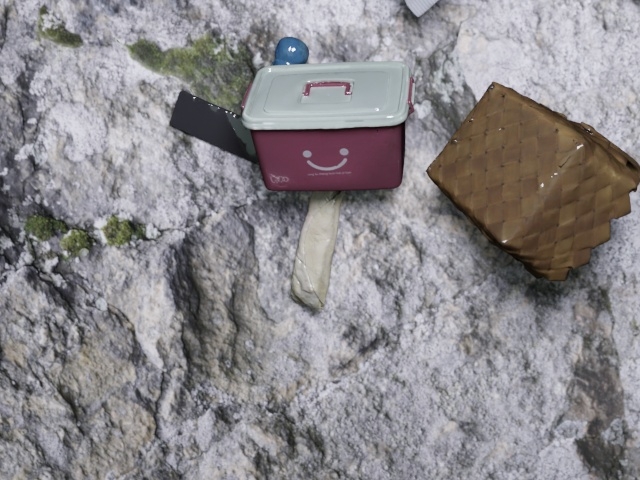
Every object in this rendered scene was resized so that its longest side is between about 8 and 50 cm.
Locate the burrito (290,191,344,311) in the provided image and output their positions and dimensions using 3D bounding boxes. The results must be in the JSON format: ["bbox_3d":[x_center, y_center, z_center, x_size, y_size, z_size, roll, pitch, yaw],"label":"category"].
[{"bbox_3d":[0.000,0.000,1.614,0.082,0.059,0.275,19,106,21],"label":"burrito"}]

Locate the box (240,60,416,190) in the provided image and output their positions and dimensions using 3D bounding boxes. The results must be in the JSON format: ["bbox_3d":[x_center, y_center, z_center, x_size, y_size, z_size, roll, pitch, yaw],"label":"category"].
[{"bbox_3d":[0.020,-0.195,1.487,0.294,0.193,0.167,0,133,10],"label":"box"}]

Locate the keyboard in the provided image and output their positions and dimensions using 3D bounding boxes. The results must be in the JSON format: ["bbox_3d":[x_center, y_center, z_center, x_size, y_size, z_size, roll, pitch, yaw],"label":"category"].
[{"bbox_3d":[-0.189,-0.215,1.626,0.197,0.015,0.074,24,110,5],"label":"keyboard"}]

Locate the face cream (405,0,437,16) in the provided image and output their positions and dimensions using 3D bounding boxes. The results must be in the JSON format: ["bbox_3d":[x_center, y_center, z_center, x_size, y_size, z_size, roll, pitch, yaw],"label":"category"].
[{"bbox_3d":[0.110,-0.591,1.345,0.235,0.137,0.420,-39,95,17],"label":"face cream"}]

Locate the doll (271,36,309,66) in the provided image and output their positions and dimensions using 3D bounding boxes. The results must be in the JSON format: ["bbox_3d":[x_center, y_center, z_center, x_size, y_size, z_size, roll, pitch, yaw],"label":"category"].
[{"bbox_3d":[-0.053,-0.327,1.557,0.076,0.050,0.083,18,104,2],"label":"doll"}]

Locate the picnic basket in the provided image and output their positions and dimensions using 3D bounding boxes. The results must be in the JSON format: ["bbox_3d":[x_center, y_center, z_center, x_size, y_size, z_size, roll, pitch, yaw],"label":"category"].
[{"bbox_3d":[0.378,-0.082,1.423,0.321,0.291,0.254,24,110,-41],"label":"picnic basket"}]
